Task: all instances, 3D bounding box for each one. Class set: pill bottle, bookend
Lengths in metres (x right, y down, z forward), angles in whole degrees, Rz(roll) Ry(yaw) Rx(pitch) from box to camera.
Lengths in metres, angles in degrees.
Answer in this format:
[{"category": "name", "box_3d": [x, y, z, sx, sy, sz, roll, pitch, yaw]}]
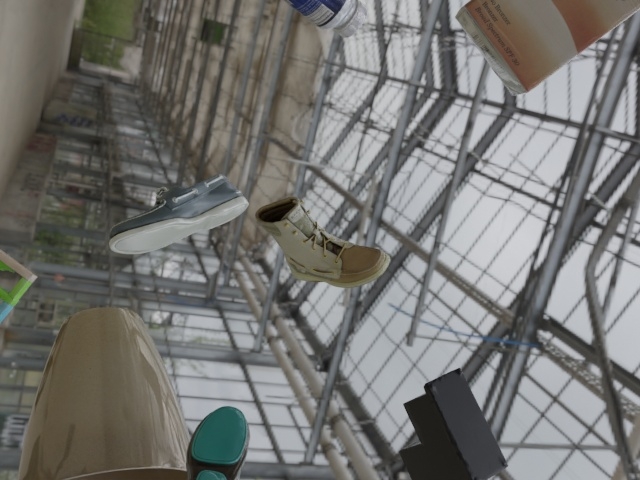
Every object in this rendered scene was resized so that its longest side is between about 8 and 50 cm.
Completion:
[{"category": "pill bottle", "box_3d": [0.000, -0.309, 0.892, 0.067, 0.120, 0.067, -35, -140, 36]}, {"category": "bookend", "box_3d": [0.178, 0.297, 1.079, 0.157, 0.072, 0.156, -44, -113, 53]}]

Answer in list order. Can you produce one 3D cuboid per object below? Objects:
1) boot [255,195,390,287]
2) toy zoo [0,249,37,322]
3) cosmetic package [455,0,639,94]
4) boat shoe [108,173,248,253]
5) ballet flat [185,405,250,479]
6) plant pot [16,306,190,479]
[{"category": "boot", "box_3d": [0.000, 0.000, 1.217, 0.213, 0.165, 0.077, 1, -133, 39]}, {"category": "toy zoo", "box_3d": [-0.699, 0.128, 1.317, 0.293, 0.192, 0.030, -53, 177, -10]}, {"category": "cosmetic package", "box_3d": [0.349, -0.346, 0.960, 0.296, 0.153, 0.129, -38, -175, 10]}, {"category": "boat shoe", "box_3d": [-0.294, -0.059, 1.428, 0.099, 0.320, 0.116, 59, -41, 10]}, {"category": "ballet flat", "box_3d": [-0.128, 0.283, 0.831, 0.213, 0.072, 0.068, -87, -170, -65]}, {"category": "plant pot", "box_3d": [-0.326, 0.251, 1.083, 0.256, 0.257, 0.273, 124, -39, -49]}]
